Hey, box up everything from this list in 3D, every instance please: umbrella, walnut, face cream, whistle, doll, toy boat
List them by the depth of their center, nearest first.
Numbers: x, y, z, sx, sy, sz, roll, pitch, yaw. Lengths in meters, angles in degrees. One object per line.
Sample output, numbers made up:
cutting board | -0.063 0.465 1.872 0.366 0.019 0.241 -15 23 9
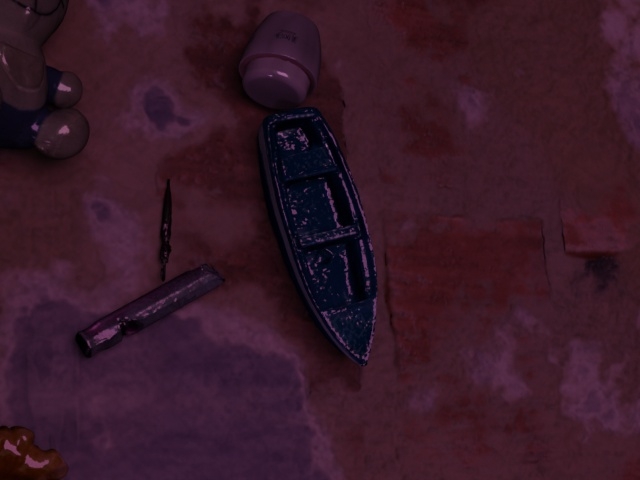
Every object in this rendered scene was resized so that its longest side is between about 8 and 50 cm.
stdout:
walnut | -0.330 0.257 1.443 0.170 0.069 0.143 -13 84 -24
doll | -0.335 -0.222 1.515 0.228 0.154 0.258 17 76 -53
whistle | -0.182 0.073 1.569 0.176 0.033 0.033 -30 90 -25
umbrella | -0.169 -0.010 1.605 0.013 0.022 0.122 0 65 3
toy boat | 0.000 0.000 1.647 0.096 0.062 0.299 -13 82 -25
face cream | -0.043 -0.205 1.664 0.091 0.091 0.095 23 62 -16
